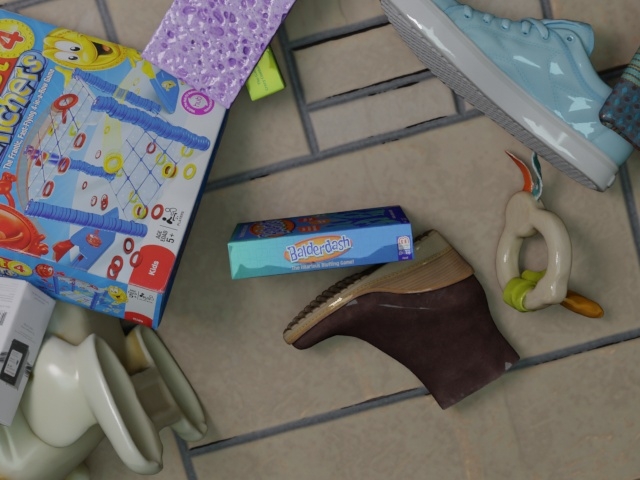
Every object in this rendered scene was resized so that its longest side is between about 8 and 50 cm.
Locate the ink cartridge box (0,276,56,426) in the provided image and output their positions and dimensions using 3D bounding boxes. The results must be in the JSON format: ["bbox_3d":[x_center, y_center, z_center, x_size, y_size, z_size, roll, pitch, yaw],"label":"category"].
[{"bbox_3d":[-0.362,0.129,1.145,0.104,0.060,0.180,6,68,24],"label":"ink cartridge box"}]

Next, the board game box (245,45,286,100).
[{"bbox_3d":[-0.094,-0.259,1.296,0.043,0.092,0.181,-21,99,2],"label":"board game box"}]

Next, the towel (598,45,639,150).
[{"bbox_3d":[0.518,-0.224,1.287,0.271,0.040,0.370,34,88,-16],"label":"towel"}]

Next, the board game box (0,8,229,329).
[{"bbox_3d":[-0.282,-0.089,1.237,0.302,0.086,0.308,16,58,-4],"label":"board game box"}]

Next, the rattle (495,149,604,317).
[{"bbox_3d":[0.296,-0.010,1.358,0.142,0.130,0.200,2,73,-12],"label":"rattle"}]

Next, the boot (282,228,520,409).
[{"bbox_3d":[0.102,0.128,1.365,0.248,0.090,0.207,-31,97,1],"label":"boot"}]

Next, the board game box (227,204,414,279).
[{"bbox_3d":[0.000,0.000,1.308,0.210,0.160,0.047,-7,99,0],"label":"board game box"}]

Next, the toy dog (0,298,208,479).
[{"bbox_3d":[-0.404,0.212,1.282,0.408,0.284,0.395,-31,95,6],"label":"toy dog"}]

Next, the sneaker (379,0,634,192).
[{"bbox_3d":[0.237,-0.220,1.298,0.366,0.135,0.150,37,90,-15],"label":"sneaker"}]

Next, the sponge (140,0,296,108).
[{"bbox_3d":[-0.099,-0.265,1.231,0.117,0.031,0.210,32,98,-5],"label":"sponge"}]
